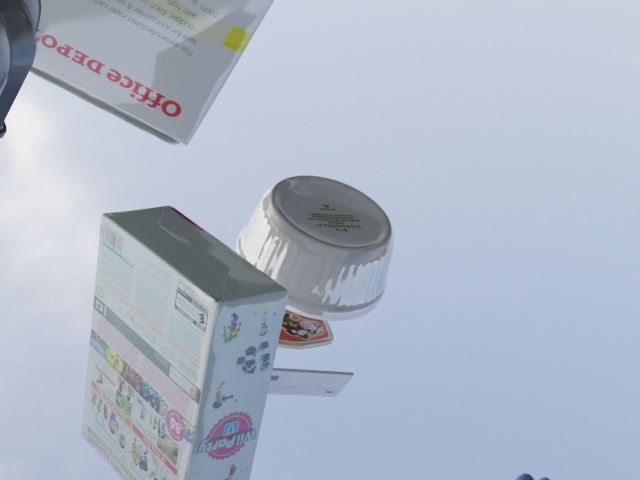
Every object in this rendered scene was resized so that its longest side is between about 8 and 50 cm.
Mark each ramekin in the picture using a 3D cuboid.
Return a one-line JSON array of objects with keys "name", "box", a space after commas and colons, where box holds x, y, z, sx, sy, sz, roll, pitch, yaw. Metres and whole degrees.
[{"name": "ramekin", "box": [0.000, 0.000, 1.642, 0.273, 0.127, 0.273, 15, -147, -10]}]

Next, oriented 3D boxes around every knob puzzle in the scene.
[{"name": "knob puzzle", "box": [-0.065, 0.125, 1.669, 0.213, 0.030, 0.213, 15, -156, -7]}]

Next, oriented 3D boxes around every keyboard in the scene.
[{"name": "keyboard", "box": [-0.080, 0.209, 1.469, 0.256, 0.072, 0.014, 6, -130, -19]}]

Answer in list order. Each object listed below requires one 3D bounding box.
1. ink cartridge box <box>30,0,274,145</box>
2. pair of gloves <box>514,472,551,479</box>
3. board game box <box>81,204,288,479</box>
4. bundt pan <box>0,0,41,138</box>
[{"name": "ink cartridge box", "box": [-0.199, -0.357, 1.237, 0.279, 0.384, 0.160, 28, -153, -17]}, {"name": "pair of gloves", "box": [0.112, 0.224, 0.674, 0.198, 0.159, 0.023, 39, -161, -48]}, {"name": "board game box", "box": [-0.164, 0.144, 1.094, 0.097, 0.303, 0.224, -9, -149, -41]}, {"name": "bundt pan", "box": [-0.342, -0.206, 0.700, 0.331, 0.124, 0.331, 34, -147, -26]}]
